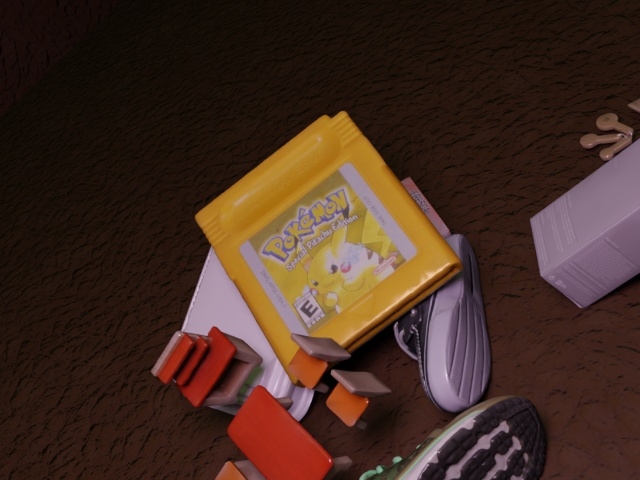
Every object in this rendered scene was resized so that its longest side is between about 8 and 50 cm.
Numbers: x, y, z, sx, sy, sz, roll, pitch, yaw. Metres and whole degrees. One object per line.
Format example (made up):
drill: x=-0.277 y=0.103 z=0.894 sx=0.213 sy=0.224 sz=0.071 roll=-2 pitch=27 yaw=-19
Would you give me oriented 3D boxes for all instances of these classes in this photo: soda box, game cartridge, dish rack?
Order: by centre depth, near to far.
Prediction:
game cartridge: x=0.000 y=0.000 z=1.266 sx=0.285 sy=0.053 sz=0.323 roll=-38 pitch=63 yaw=6
dish rack: x=-0.104 y=0.101 z=1.368 sx=0.285 sy=0.072 sz=0.332 roll=8 pitch=74 yaw=40
soda box: x=0.161 y=-0.030 z=1.459 sx=0.063 sy=0.058 sz=0.183 roll=-29 pitch=36 yaw=1

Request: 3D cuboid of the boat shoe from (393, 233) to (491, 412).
boat shoe: x=0.164 y=0.124 z=1.249 sx=0.119 sy=0.121 sz=0.335 roll=-23 pitch=26 yaw=24

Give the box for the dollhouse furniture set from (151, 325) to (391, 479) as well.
dollhouse furniture set: x=-0.086 y=0.227 z=1.126 sx=0.259 sy=0.135 sz=0.262 roll=39 pitch=101 yaw=33

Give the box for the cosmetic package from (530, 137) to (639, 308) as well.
cosmetic package: x=0.406 y=-0.032 z=1.184 sx=0.238 sy=0.107 sz=0.127 roll=-37 pitch=30 yaw=33

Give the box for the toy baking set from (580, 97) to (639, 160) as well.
toy baking set: x=0.518 y=-0.146 z=1.384 sx=0.197 sy=0.030 sz=0.256 roll=-20 pitch=37 yaw=17

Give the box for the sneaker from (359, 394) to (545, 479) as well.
sneaker: x=0.085 y=0.309 z=1.057 sx=0.410 sy=0.158 sz=0.182 roll=-35 pitch=23 yaw=-14
